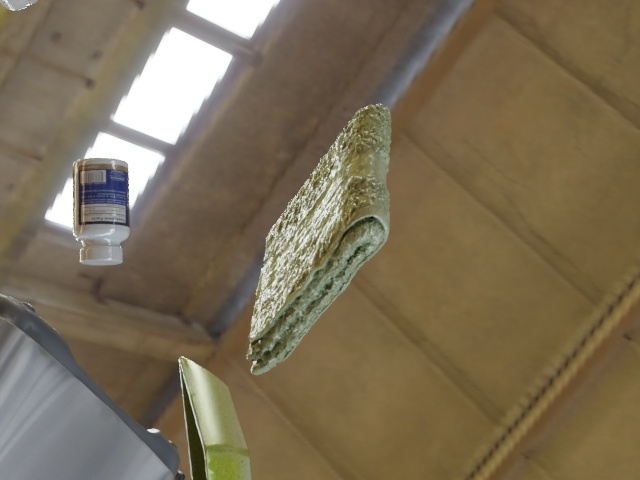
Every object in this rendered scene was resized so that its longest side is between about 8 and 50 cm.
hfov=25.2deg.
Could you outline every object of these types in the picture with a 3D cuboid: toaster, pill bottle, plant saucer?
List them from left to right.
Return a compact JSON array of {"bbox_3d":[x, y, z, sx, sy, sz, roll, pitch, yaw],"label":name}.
[{"bbox_3d":[-0.190,0.140,0.854,0.129,0.227,0.146,11,-121,43],"label":"toaster"},{"bbox_3d":[-0.256,-0.033,1.674,0.067,0.067,0.120,-9,-101,40],"label":"pill bottle"},{"bbox_3d":[-0.096,0.231,1.390,0.188,0.045,0.188,-120,-156,-64],"label":"plant saucer"}]

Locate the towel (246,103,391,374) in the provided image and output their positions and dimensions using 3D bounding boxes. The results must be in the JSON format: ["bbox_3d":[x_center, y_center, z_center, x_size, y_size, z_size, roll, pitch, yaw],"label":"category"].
[{"bbox_3d":[0.000,0.000,0.814,0.148,0.027,0.110,-54,-160,40],"label":"towel"}]

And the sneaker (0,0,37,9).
[{"bbox_3d":[-0.379,-0.326,1.648,0.095,0.235,0.090,-39,-100,-17],"label":"sneaker"}]
